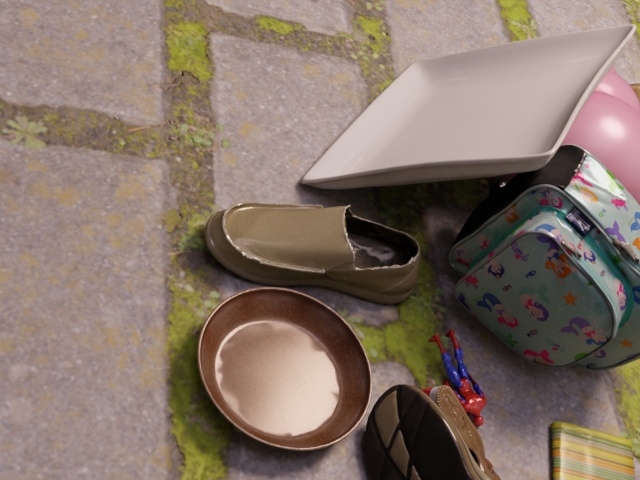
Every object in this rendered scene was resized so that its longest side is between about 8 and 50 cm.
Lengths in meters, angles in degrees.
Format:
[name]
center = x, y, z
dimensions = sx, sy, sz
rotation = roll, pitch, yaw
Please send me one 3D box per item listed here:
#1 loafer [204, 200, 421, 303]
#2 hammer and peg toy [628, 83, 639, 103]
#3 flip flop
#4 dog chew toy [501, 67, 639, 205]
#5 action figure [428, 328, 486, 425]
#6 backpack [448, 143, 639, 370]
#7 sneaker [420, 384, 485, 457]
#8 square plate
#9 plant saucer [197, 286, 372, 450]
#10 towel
[loafer]
center = 0.000, 0.000, 1.206
dimensions = 0.268, 0.092, 0.102
rotation = 11, 51, -18
[hammer and peg toy]
center = 0.642, -0.186, 1.572
dimensions = 0.361, 0.127, 0.266
rotation = -14, 18, -33
[flip flop]
center = 0.152, 0.267, 1.071
dimensions = 0.277, 0.112, 0.080
rotation = 42, 13, 24
[dog chew toy]
center = 0.357, -0.151, 1.431
dimensions = 0.207, 0.206, 0.332
rotation = 24, 41, -7
[action figure]
center = 0.163, 0.162, 1.203
dimensions = 0.038, 0.030, 0.115
rotation = -12, 65, -26
[backpack]
center = 0.303, 0.041, 1.235
dimensions = 0.253, 0.225, 0.191
rotation = 39, 51, -7
[sneaker]
center = 0.135, 0.214, 1.147
dimensions = 0.042, 0.067, 0.118
rotation = -37, 106, -43
[square plate]
center = 0.196, -0.163, 1.322
dimensions = 0.344, 0.347, 0.049
rotation = -49, 125, -43
[plant saucer]
center = -0.041, 0.142, 1.115
dimensions = 0.199, 0.036, 0.198
rotation = 13, 51, -17
[towel]
center = 0.306, 0.318, 1.158
dimensions = 0.102, 0.021, 0.237
rotation = 16, 50, -7
